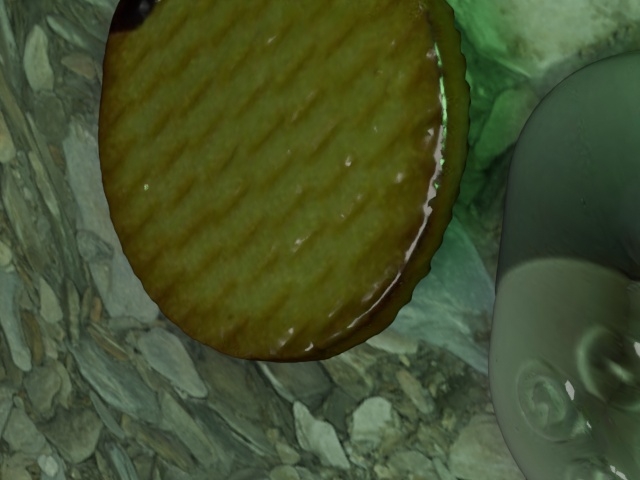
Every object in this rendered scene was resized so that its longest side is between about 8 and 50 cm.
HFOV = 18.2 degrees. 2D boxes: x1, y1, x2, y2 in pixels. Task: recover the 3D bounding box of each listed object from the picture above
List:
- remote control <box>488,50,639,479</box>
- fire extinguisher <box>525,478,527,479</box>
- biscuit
[{"bbox_3d":[0.198,0.047,1.155,0.221,0.103,0.332,22,123,30],"label":"remote control"},{"bbox_3d":[0.164,0.183,1.316,0.028,0.022,0.083,-44,77,6],"label":"fire extinguisher"},{"bbox_3d":[-0.030,-0.078,1.276,0.318,0.040,0.317,2,92,44],"label":"biscuit"}]
